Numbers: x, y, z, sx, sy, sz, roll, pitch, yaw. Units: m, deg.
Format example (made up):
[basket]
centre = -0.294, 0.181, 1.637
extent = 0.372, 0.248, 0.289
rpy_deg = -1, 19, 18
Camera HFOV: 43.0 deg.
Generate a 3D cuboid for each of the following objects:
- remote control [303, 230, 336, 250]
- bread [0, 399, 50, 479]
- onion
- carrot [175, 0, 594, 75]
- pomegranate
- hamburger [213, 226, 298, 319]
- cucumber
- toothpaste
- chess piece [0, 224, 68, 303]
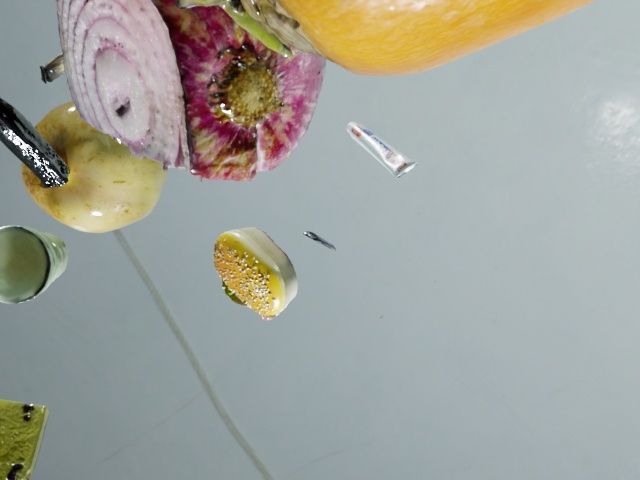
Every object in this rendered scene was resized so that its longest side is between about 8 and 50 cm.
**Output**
[remote control]
centre = 0.000, 0.000, 1.692
extent = 0.039, 0.096, 0.014
rpy_deg = 26, 88, 33
[bread]
centre = -0.501, 0.367, 1.283
extent = 0.088, 0.049, 0.226
rpy_deg = 12, 63, -9
[onion]
centre = -0.109, -0.193, 0.798
extent = 0.230, 0.256, 0.272
rpy_deg = -21, 60, -33
[carrot]
centre = 0.049, -0.191, 0.403
extent = 0.331, 0.214, 0.193
rpy_deg = -21, 42, 27
[pomegranate]
centre = -0.484, -0.159, 1.723
extent = 0.319, 0.319, 0.320
rpy_deg = 0, 87, 8
[hamburger]
centre = -0.141, 0.069, 1.730
extent = 0.116, 0.173, 0.210
rpy_deg = -31, 64, -28
[cucumber]
centre = -0.318, -0.113, 0.834
extent = 0.039, 0.163, 0.043
rpy_deg = -32, 47, 1
[toothpaste]
centre = 0.116, -0.184, 1.618
extent = 0.052, 0.033, 0.218
rpy_deg = -35, 43, -7
[chess piece]
centre = -0.523, 0.037, 1.476
extent = 0.133, 0.243, 0.133
rpy_deg = 0, 92, -3
